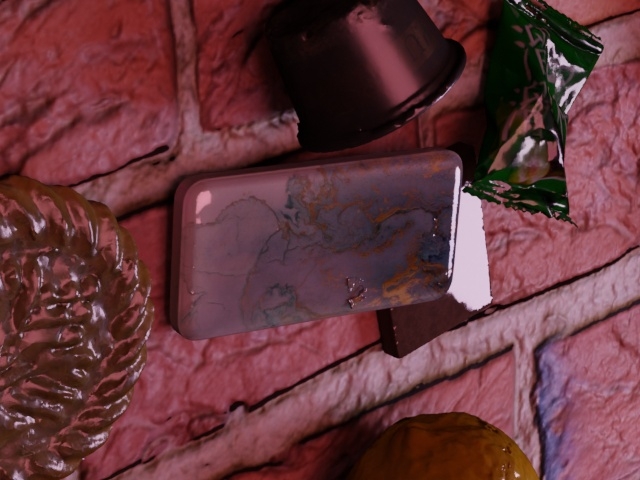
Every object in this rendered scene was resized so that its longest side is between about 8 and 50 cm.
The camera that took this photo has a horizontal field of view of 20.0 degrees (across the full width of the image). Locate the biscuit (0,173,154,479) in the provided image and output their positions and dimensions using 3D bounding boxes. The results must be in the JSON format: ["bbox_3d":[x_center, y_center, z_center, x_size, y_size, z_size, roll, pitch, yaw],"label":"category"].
[{"bbox_3d":[-0.208,0.078,1.429,0.187,0.036,0.274,-11,113,-38],"label":"biscuit"}]

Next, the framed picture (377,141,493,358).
[{"bbox_3d":[0.100,0.009,1.685,0.128,0.023,0.168,-28,122,-32],"label":"framed picture"}]

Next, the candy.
[{"bbox_3d":[0.195,-0.124,1.687,0.141,0.078,0.203,25,74,-54],"label":"candy"}]

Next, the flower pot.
[{"bbox_3d":[0.027,-0.158,1.485,0.157,0.157,0.107,-41,114,-23],"label":"flower pot"}]

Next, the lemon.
[{"bbox_3d":[0.116,0.262,1.674,0.192,0.192,0.231,-31,117,-30],"label":"lemon"}]

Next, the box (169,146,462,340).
[{"bbox_3d":[0.000,0.000,1.563,0.285,0.044,0.142,-8,110,-32],"label":"box"}]
